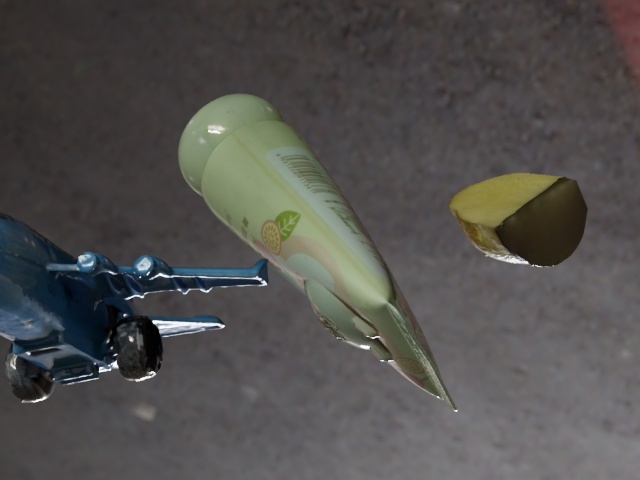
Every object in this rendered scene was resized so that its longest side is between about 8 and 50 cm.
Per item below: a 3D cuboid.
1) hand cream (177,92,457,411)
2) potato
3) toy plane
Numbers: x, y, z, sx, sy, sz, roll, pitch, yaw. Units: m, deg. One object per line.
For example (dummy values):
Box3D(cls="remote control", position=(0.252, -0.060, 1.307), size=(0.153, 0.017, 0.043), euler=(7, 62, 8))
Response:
Box3D(cls="hand cream", position=(0.000, 0.000, 1.442), size=(0.306, 0.093, 0.147), euler=(46, 172, 38))
Box3D(cls="potato", position=(0.168, -0.017, 1.679), size=(0.103, 0.096, 0.066), euler=(22, 136, 59))
Box3D(cls="toy plane", position=(-0.169, 0.044, 1.221), size=(0.254, 0.105, 0.271), euler=(-13, 169, 18))
